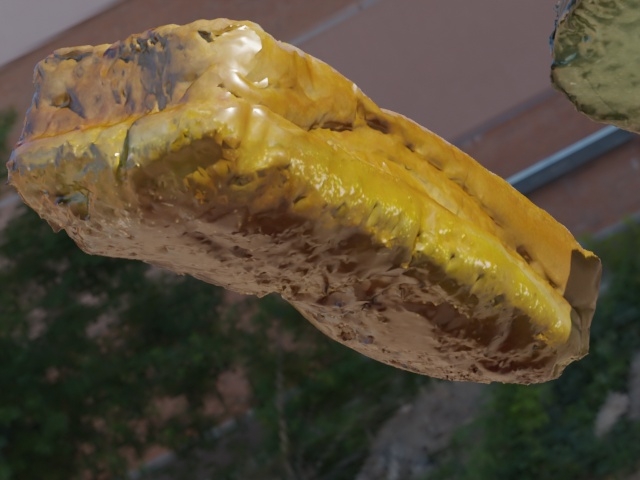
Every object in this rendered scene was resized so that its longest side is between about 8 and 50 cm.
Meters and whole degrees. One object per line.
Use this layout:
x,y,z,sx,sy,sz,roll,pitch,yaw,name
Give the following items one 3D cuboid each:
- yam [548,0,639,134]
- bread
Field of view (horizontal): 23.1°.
0.229,-0.202,0.890,0.168,0.168,0.304,-32,30,48,yam
0.000,-0.002,0.647,0.139,0.077,0.271,-6,-22,37,bread
